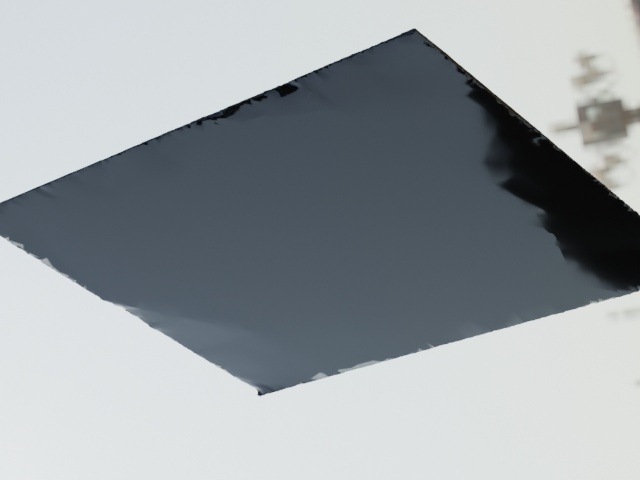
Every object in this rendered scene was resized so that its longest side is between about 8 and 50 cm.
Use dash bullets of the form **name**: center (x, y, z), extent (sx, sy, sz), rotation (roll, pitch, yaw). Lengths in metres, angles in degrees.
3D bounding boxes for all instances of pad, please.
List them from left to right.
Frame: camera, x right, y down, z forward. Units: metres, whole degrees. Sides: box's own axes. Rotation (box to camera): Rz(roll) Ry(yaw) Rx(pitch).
- **pad**: center (0.000, 0.000, 1.123), extent (0.247, 0.367, 0.007), rotation (36, -128, -32)
